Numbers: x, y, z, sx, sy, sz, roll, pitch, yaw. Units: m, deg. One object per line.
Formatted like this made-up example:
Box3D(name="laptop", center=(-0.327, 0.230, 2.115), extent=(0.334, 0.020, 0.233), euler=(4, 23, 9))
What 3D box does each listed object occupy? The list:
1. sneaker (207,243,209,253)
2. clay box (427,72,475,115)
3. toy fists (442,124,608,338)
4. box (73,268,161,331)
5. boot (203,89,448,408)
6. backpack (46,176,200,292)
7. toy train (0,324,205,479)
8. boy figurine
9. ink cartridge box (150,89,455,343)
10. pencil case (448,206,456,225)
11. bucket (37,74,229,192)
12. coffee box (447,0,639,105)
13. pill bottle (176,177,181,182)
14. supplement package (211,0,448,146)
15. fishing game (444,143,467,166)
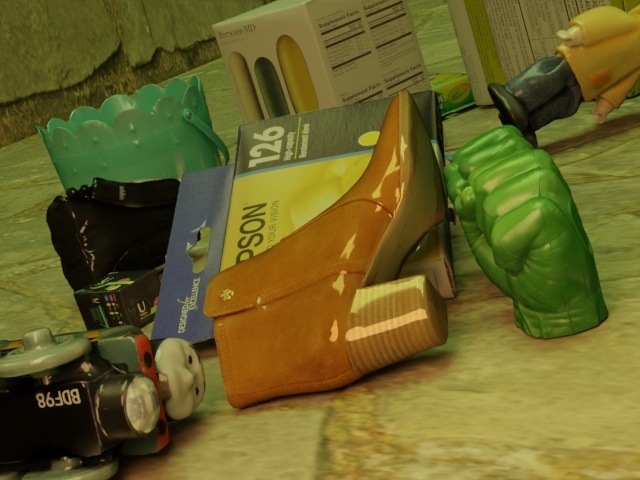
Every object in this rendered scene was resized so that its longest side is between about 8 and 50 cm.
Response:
Box3D(name="sneaker", center=(-0.057, -0.014, 1.571), extent=(0.152, 0.058, 0.085), euler=(-30, 13, -29))
Box3D(name="clay box", center=(0.166, -0.236, 2.163), extent=(0.127, 0.053, 0.222), euler=(-23, 14, -18))
Box3D(name="toy fists", center=(0.169, -0.018, 1.151), extent=(0.096, 0.142, 0.279), euler=(-17, 14, 3))
Box3D(name="box", center=(-0.224, 0.068, 1.474), extent=(0.083, 0.052, 0.062), euler=(-6, 18, 41))
Box3D(name="boot", center=(0.000, 0.001, 1.157), extent=(0.211, 0.104, 0.295), euler=(-15, 48, 20))
Box3D(name="backpack", center=(-0.245, -0.014, 1.645), extent=(0.182, 0.151, 0.115), euler=(-22, 10, -41))
Box3D(name="toy train", center=(-0.261, 0.139, 1.104), extent=(0.334, 0.142, 0.190), euler=(-10, 6, 25))
Box3D(name="boy figurine", center=(0.356, -0.218, 1.657), extent=(0.285, 0.177, 0.092), euler=(-30, 48, -1))
Box3D(name="ink cartridge box", center=(-0.022, -0.031, 1.348), extent=(0.307, 0.072, 0.303), euler=(-9, 38, 9))
Box3D(name="pencil case", center=(0.045, -0.017, 1.434), extent=(0.206, 0.086, 0.088), euler=(-20, 48, -4))
Box3D(name="bucket", center=(-0.282, -0.130, 2.032), extent=(0.281, 0.183, 0.281), euler=(-16, 15, 4))
Box3D(name="coffee box", center=(0.415, -0.418, 1.977), extent=(0.338, 0.338, 0.334), euler=(-27, 17, -32))
Box3D(name="pill bottle", center=(-0.222, -0.050, 1.894), extent=(0.116, 0.065, 0.065), euler=(-19, 14, -6))
Box3D(name="supplement package", center=(0.015, -0.218, 1.846), extent=(0.199, 0.262, 0.198), euler=(-3, 20, 47))
Box3D(name="fishing game", center=(0.121, -0.084, 1.672), extent=(0.189, 0.041, 0.264), euler=(-5, 21, 43))
